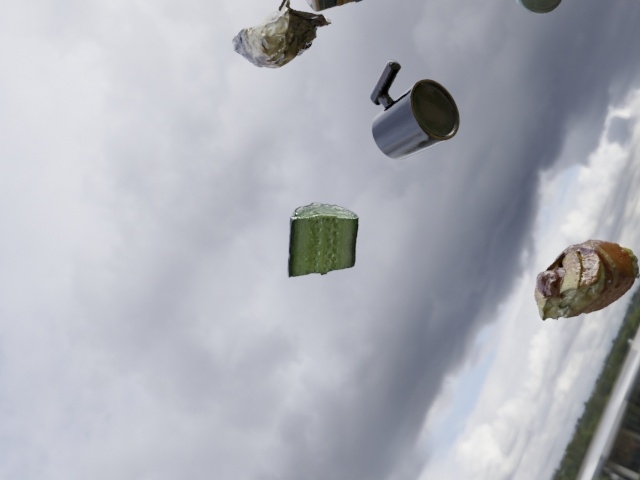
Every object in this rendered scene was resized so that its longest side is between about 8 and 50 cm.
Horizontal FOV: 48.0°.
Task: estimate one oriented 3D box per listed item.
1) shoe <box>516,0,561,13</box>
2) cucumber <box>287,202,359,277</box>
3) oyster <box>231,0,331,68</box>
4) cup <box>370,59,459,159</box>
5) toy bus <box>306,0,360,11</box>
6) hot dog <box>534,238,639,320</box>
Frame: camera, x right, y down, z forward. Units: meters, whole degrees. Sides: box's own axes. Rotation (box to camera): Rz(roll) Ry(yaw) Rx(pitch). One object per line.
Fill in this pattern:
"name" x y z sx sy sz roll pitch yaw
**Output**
"shoe" 0.270 -0.358 0.823 0.078 0.079 0.195 -121 48 -70
"cucumber" 0.000 0.000 1.208 0.062 0.116 0.115 -113 24 -62
"oyster" -0.084 -0.403 1.451 0.271 0.275 0.100 -37 -79 -42
"cup" 0.236 -0.341 1.874 0.166 0.177 0.239 1 -106 -34
"toy bus" 0.006 -0.460 1.114 0.103 0.091 0.182 -18 -39 -6
"hot dog" 0.398 0.057 1.106 0.213 0.103 0.146 2 -37 -48
